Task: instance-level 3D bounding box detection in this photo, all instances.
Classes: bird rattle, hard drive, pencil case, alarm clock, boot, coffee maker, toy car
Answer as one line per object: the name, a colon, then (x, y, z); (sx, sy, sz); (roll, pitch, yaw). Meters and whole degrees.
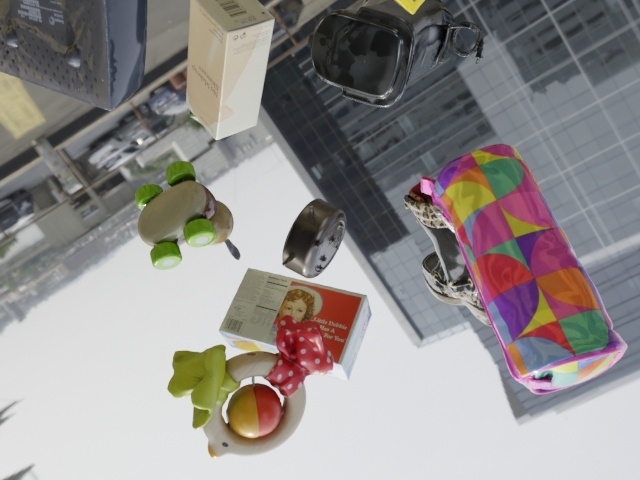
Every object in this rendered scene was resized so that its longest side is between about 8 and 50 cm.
bird rattle: (-0.097, 0.223, 0.935); (0.254, 0.206, 0.143); (-9, -163, -28)
hard drive: (-0.195, -0.237, 0.442); (0.172, 0.254, 0.054); (22, -146, 30)
pencil case: (0.182, 0.022, 0.574); (0.105, 0.236, 0.104); (-14, 148, -9)
alarm clock: (0.000, 0.000, 1.045); (0.129, 0.064, 0.192); (-65, 165, 5)
boot: (0.273, 0.002, 1.289); (0.138, 0.284, 0.377); (-30, -164, -2)
coffee maker: (0.096, -0.242, 0.747); (0.171, 0.120, 0.178); (-1, -152, 25)
toy car: (-0.219, -0.026, 1.120); (0.149, 0.155, 0.188); (-32, 151, 18)

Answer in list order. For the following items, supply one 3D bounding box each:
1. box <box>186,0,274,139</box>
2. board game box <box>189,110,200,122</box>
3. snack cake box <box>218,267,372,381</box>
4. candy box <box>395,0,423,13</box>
box: (-0.209, -0.391, 1.376); (0.121, 0.148, 0.311); (-29, 155, -30)
board game box: (-0.297, -0.438, 1.615); (0.030, 0.259, 0.136); (6, -179, 5)
snack cake box: (-0.048, 0.162, 1.226); (0.265, 0.089, 0.152); (12, -120, 21)
candy box: (0.101, -0.282, 0.459); (0.206, 0.105, 0.027); (-50, -136, 21)
